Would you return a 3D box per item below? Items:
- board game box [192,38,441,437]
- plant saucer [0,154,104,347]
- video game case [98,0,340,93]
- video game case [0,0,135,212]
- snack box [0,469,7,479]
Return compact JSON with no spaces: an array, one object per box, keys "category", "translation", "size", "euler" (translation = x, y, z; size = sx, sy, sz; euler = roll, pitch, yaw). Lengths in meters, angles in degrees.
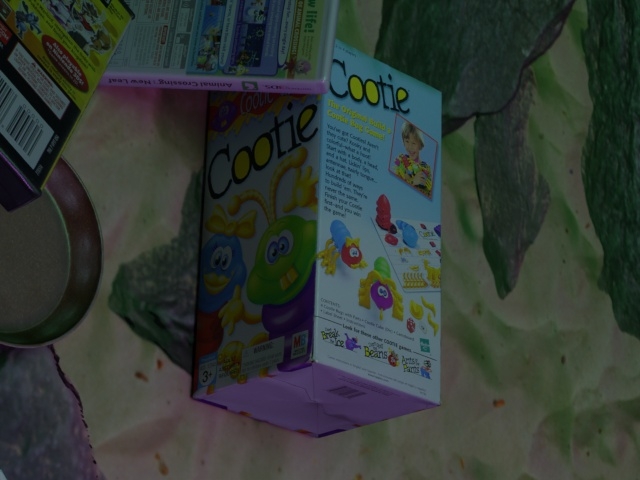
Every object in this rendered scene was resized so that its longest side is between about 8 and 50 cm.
[{"category":"board game box","translation":[0.000,0.000,1.533],"size":[0.144,0.142,0.275],"euler":[23,60,-40]},{"category":"plant saucer","translation":[-0.229,-0.002,1.371],"size":[0.168,0.029,0.168],"euler":[21,60,-42]},{"category":"video game case","translation":[-0.078,-0.213,1.517],"size":[0.023,0.193,0.212],"euler":[79,16,-61]},{"category":"video game case","translation":[-0.256,-0.192,1.329],"size":[0.275,0.035,0.248],"euler":[51,32,-23]},{"category":"snack box","translation":[-0.271,0.305,1.182],"size":[0.322,0.060,0.187],"euler":[-40,106,-47]}]
